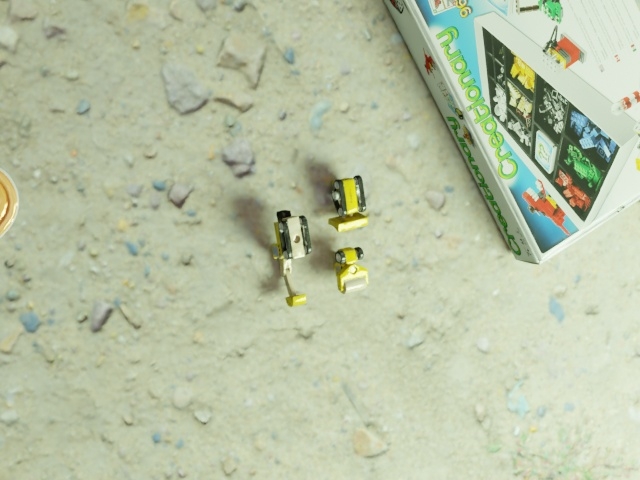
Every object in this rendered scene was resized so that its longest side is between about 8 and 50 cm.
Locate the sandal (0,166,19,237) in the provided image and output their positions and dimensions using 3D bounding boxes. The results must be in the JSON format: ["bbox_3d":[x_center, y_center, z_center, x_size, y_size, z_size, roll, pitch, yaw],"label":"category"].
[{"bbox_3d":[-0.346,0.018,1.357,0.265,0.076,0.102,-34,106,-14],"label":"sandal"}]

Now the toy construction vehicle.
[{"bbox_3d":[0.000,0.000,1.509,0.086,0.035,0.098,-17,104,-29],"label":"toy construction vehicle"}]

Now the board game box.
[{"bbox_3d":[0.189,-0.158,1.547,0.193,0.053,0.305,-32,105,-15],"label":"board game box"}]
